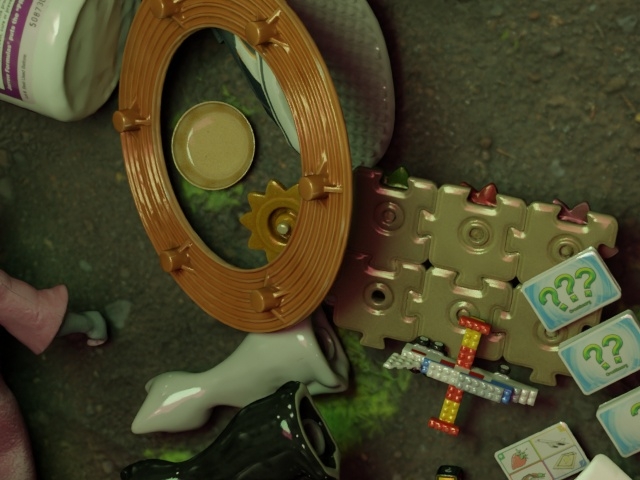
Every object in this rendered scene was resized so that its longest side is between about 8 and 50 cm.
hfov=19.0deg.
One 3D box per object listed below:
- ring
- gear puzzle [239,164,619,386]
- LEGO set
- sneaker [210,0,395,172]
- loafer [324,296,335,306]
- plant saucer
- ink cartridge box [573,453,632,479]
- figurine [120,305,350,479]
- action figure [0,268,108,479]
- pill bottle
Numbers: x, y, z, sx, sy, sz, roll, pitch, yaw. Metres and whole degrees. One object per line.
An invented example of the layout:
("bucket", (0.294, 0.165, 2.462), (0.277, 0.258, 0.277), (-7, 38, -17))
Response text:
("ring", (-0.090, -0.079, 1.691), (0.336, 0.032, 0.337), (23, 120, 47))
("gear puzzle", (0.091, 0.017, 1.707), (0.338, 0.044, 0.176), (12, 115, 11))
("LEGO set", (0.178, 0.139, 1.676), (0.244, 0.060, 0.182), (-28, 98, 25))
("sneaker", (-0.036, -0.210, 1.729), (0.126, 0.127, 0.321), (-27, 105, -23))
("loafer", (0.000, 0.000, 1.759), (0.045, 0.039, 0.125), (-10, 88, 16))
("plant saucer", (-0.099, -0.089, 1.800), (0.083, 0.015, 0.083), (0, 91, 16))
("ink cartridge box", (0.282, 0.290, 1.661), (0.198, 0.067, 0.115), (43, 91, 11))
("figurine", (-0.088, 0.162, 1.722), (0.209, 0.215, 0.092), (-22, 118, 18))
("action figure", (-0.360, 0.107, 1.765), (0.248, 0.275, 0.370), (6, 107, 22))
("pill bottle", (-0.334, -0.232, 1.787), (0.301, 0.169, 0.169), (20, 97, 15))
